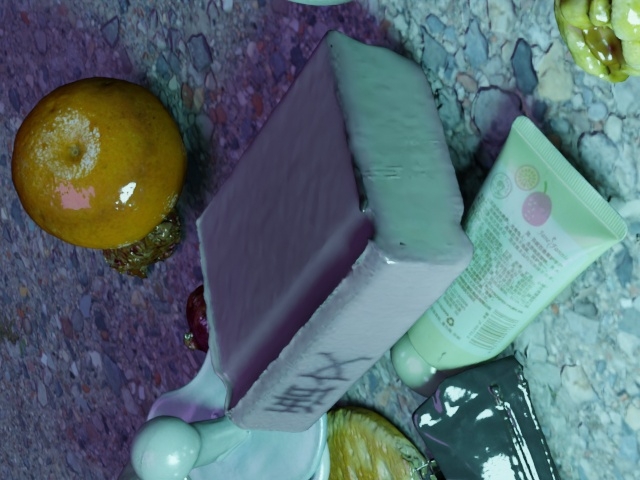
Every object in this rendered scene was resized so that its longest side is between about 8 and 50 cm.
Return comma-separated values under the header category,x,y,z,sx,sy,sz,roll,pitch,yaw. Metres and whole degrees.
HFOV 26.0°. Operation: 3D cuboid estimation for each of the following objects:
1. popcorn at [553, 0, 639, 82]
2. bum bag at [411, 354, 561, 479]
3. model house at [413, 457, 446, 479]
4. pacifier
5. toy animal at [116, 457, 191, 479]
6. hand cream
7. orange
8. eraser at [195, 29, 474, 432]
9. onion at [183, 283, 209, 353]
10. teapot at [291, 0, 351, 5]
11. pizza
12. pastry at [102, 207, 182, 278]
category,x,y,z,sx,sy,sz,roll,pitch,yaw
popcorn,0.262,-0.211,1.004,0.226,0.203,0.200,54,146,9
bum bag,0.184,0.239,1.337,0.123,0.060,0.248,-23,89,10
model house,0.135,0.269,1.464,0.083,0.057,0.058,62,180,11
pacifier,-0.125,0.244,1.592,0.287,0.226,0.238,-43,67,31
toy animal,-0.146,0.375,1.779,0.325,0.154,0.208,40,139,29
hand cream,0.162,0.035,1.312,0.147,0.093,0.306,51,136,21
orange,-0.269,-0.091,1.712,0.224,0.170,0.224,-5,76,22
eraser,0.000,0.000,1.419,0.359,0.122,0.272,-51,41,47
onion,-0.124,0.102,1.693,0.107,0.097,0.107,62,170,19
teapot,0.051,-0.403,1.177,0.312,0.233,0.315,-35,40,58
pizza,0.075,0.307,1.569,0.181,0.034,0.262,-34,74,51
pastry,-0.245,-0.002,1.826,0.169,0.063,0.087,-39,76,50
